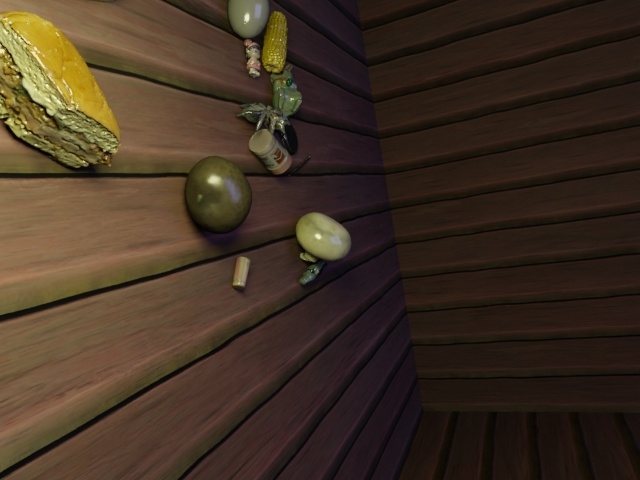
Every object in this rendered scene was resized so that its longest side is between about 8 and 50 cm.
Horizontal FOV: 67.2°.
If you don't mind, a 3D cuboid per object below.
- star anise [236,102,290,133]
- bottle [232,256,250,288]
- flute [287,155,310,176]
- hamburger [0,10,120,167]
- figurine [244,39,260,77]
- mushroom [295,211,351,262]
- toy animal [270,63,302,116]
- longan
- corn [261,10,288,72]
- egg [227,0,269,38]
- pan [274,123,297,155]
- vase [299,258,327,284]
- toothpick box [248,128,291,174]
[{"bbox_3d":[-0.196,-0.442,1.694,0.181,0.204,0.061,-105,-145,-50],"label":"star anise"},{"bbox_3d":[-0.248,0.102,1.510,0.045,0.045,0.097,48,41,-52],"label":"bottle"},{"bbox_3d":[-0.089,-0.320,2.064,0.269,0.014,0.014,-54,132,-58],"label":"flute"},{"bbox_3d":[-0.510,-0.282,0.906,0.282,0.155,0.246,17,59,-70],"label":"hamburger"},{"bbox_3d":[-0.252,-0.664,1.758,0.072,0.054,0.129,1,89,-52],"label":"figurine"},{"bbox_3d":[0.000,0.000,1.948,0.246,0.202,0.246,30,23,-14],"label":"mushroom"},{"bbox_3d":[-0.149,-0.618,1.931,0.125,0.127,0.252,32,38,-46],"label":"toy animal"},{"bbox_3d":[-0.284,-0.126,1.333,0.213,0.197,0.198,66,27,-20],"label":"longan"},{"bbox_3d":[-0.179,-0.775,1.905,0.101,0.101,0.311,49,35,-52],"label":"corn"},{"bbox_3d":[-0.251,-0.799,1.675,0.146,0.146,0.199,39,54,-58],"label":"egg"},{"bbox_3d":[-0.147,-0.431,1.945,0.235,0.028,0.136,27,58,-63],"label":"pan"},{"bbox_3d":[-0.033,0.134,1.985,0.211,0.059,0.060,-40,119,-63],"label":"vase"},{"bbox_3d":[-0.180,-0.319,1.742,0.149,0.098,0.099,45,42,-53],"label":"toothpick box"}]
